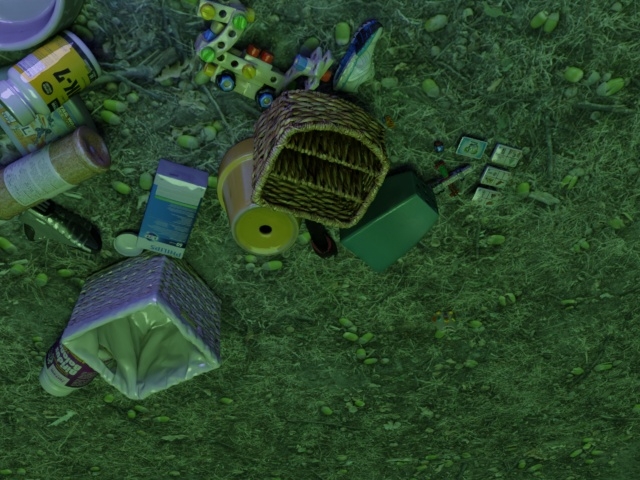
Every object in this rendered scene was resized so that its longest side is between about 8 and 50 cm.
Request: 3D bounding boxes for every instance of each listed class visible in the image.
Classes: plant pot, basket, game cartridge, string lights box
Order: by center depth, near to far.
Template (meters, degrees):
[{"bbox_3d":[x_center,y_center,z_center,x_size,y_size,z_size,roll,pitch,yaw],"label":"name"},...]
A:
[{"bbox_3d":[0.011,-0.184,1.399,0.299,0.223,0.213,16,150,-31],"label":"basket"},{"bbox_3d":[-0.661,-0.289,1.468,0.198,0.062,0.297,-13,130,11],"label":"game cartridge"},{"bbox_3d":[-0.140,-0.097,1.548,0.253,0.239,0.254,-2,131,-2],"label":"plant pot"},{"bbox_3d":[0.190,-0.065,1.637,0.234,0.166,0.165,-35,124,27],"label":"plant pot"},{"bbox_3d":[-0.403,-0.079,1.646,0.133,0.077,0.260,16,127,-17],"label":"string lights box"},{"bbox_3d":[-0.501,0.238,1.780,0.331,0.266,0.328,-24,128,14],"label":"basket"}]

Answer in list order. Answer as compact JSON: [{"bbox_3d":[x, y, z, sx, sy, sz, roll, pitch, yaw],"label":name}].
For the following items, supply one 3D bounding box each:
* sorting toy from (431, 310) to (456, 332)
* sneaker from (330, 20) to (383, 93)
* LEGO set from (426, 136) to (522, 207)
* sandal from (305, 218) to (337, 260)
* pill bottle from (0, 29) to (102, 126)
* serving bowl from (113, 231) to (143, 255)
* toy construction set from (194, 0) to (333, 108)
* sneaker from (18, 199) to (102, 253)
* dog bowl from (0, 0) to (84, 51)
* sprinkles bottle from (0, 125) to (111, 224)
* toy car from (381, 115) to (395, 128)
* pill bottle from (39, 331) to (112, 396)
[{"bbox_3d":[0.414,0.273,2.005,0.083,0.075,0.045,-2,130,-3],"label":"sorting toy"},{"bbox_3d":[0.101,-0.421,1.416,0.082,0.071,0.191,15,136,-24],"label":"sneaker"},{"bbox_3d":[0.396,-0.196,1.648,0.244,0.060,0.183,10,119,-18],"label":"LEGO set"},{"bbox_3d":[0.000,0.000,1.767,0.067,0.040,0.179,-18,129,10],"label":"sandal"},{"bbox_3d":[-0.593,-0.348,1.318,0.208,0.119,0.119,-45,129,-17],"label":"pill bottle"},{"bbox_3d":[-0.544,0.005,1.737,0.083,0.027,0.083,-2,130,-2],"label":"serving bowl"},{"bbox_3d":[-0.139,-0.416,1.351,0.327,0.151,0.215,25,116,-16],"label":"toy construction set"},{"bbox_3d":[-0.723,-0.019,1.677,0.228,0.086,0.132,40,122,-20],"label":"sneaker"},{"bbox_3d":[-0.661,-0.545,1.223,0.348,0.102,0.349,-2,131,-2],"label":"dog bowl"},{"bbox_3d":[-0.683,-0.151,1.469,0.355,0.121,0.121,-23,128,14],"label":"sprinkles bottle"},{"bbox_3d":[0.125,-0.281,1.559,0.122,0.060,0.041,-24,85,-5],"label":"toy car"},{"bbox_3d":[-0.764,0.365,1.928,0.169,0.169,0.301,32,120,-27],"label":"pill bottle"}]
